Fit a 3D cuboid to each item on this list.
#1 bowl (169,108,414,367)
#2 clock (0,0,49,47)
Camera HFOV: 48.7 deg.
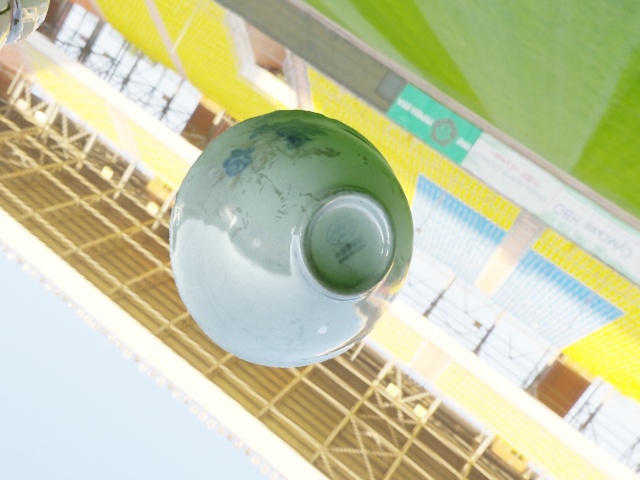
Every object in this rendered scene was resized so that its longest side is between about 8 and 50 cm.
[{"bbox_3d":[0.000,0.000,0.788,0.313,0.313,0.146,29,170,-22],"label":"bowl"},{"bbox_3d":[-0.500,-0.265,0.786,0.342,0.184,0.326,4,-146,-8],"label":"clock"}]
